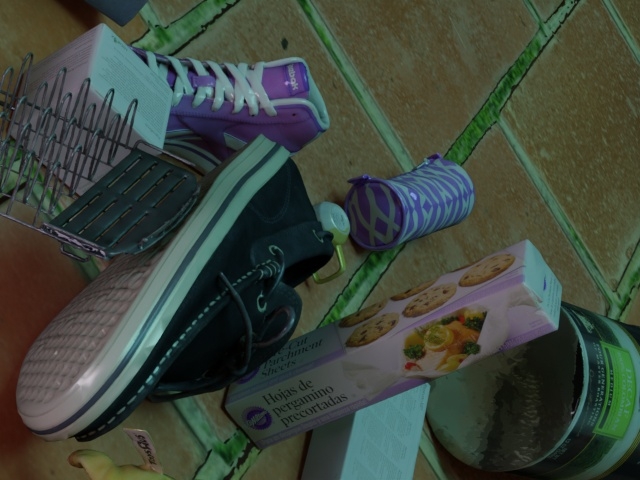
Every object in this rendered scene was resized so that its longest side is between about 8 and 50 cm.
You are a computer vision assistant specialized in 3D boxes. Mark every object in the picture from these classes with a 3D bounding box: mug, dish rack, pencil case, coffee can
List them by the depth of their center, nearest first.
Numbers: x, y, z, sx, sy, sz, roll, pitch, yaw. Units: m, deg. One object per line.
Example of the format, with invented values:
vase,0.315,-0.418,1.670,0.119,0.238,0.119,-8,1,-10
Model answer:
dish rack,-0.231,-0.083,1.554,0.271,0.074,0.208,24,30,8
mug,0.000,-0.003,2.009,0.078,0.064,0.062,54,28,-17
coffee can,0.268,0.171,2.164,0.275,0.201,0.201,18,51,-52
pencil case,0.102,-0.045,2.191,0.206,0.086,0.088,-21,97,-62

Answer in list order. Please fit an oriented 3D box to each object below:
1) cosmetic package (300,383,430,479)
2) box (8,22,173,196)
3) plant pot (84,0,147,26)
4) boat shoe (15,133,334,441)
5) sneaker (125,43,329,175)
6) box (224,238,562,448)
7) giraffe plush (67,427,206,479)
cosmetic package,0.041,0.204,1.893,0.099,0.060,0.239,46,35,-24
box,-0.202,-0.114,1.726,0.102,0.101,0.087,44,33,-31
plant pot,-0.219,-0.405,1.819,0.252,0.248,0.247,26,43,-25
boat shoe,-0.102,0.054,1.669,0.156,0.187,0.500,53,24,-7
sneaker,-0.102,-0.149,1.864,0.282,0.161,0.102,20,51,-50
box,0.063,0.096,1.751,0.063,0.324,0.067,52,30,-25
giraffe plush,-0.130,0.268,1.479,0.210,0.181,0.170,52,50,-41
